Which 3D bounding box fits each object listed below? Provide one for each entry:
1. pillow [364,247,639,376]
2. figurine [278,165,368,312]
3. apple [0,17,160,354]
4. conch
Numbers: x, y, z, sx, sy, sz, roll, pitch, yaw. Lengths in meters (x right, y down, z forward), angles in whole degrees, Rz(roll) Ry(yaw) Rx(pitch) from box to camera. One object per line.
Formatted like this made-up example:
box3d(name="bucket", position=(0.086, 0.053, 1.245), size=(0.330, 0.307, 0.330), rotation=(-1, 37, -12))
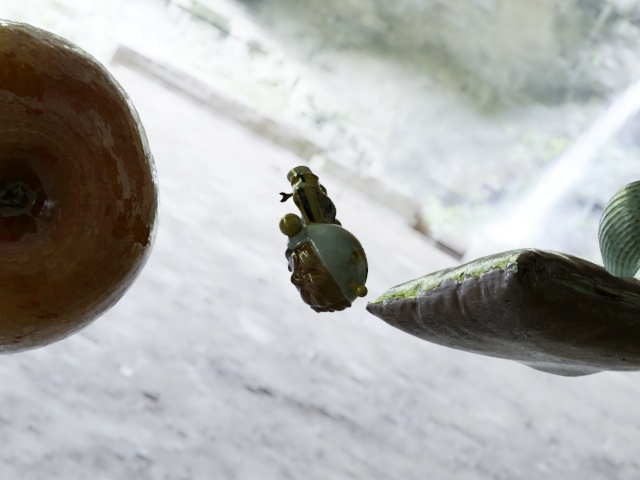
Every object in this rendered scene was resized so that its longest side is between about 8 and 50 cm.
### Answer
box3d(name="pillow", position=(0.253, 0.084, 1.981), size=(0.308, 0.108, 0.305), rotation=(16, -17, -27))
box3d(name="figurine", position=(0.002, 0.002, 1.535), size=(0.101, 0.068, 0.143), rotation=(61, 12, -24))
box3d(name="apple", position=(-0.279, -0.044, 1.516), size=(0.299, 0.299, 0.275), rotation=(27, -4, -14))
box3d(name="conch", position=(0.246, -0.014, 1.407), size=(0.057, 0.076, 0.085), rotation=(55, 37, -15))
